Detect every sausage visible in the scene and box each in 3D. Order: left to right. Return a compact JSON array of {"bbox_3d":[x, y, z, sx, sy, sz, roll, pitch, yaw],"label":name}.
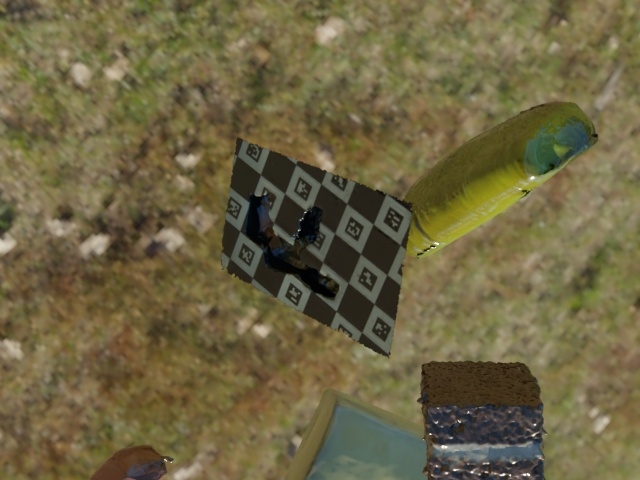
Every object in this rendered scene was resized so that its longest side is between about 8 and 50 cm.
[{"bbox_3d":[-0.214,0.267,1.466,0.065,0.065,0.169,10,126,-49],"label":"sausage"}]

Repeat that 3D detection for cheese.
[{"bbox_3d":[0.085,0.349,1.855,0.265,0.124,0.242,24,97,-10],"label":"cheese"}]

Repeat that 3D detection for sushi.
[{"bbox_3d":[0.000,0.000,1.728,0.043,0.279,0.192,-16,121,-48],"label":"sushi"}]

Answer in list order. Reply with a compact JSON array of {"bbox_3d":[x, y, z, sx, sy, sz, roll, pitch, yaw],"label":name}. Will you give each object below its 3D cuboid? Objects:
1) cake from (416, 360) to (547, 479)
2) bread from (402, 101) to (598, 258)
[{"bbox_3d":[0.165,0.211,1.493,0.135,0.135,0.147,2,106,4],"label":"cake"},{"bbox_3d":[0.236,-0.093,2.076,0.166,0.112,0.383,-34,179,-34],"label":"bread"}]
